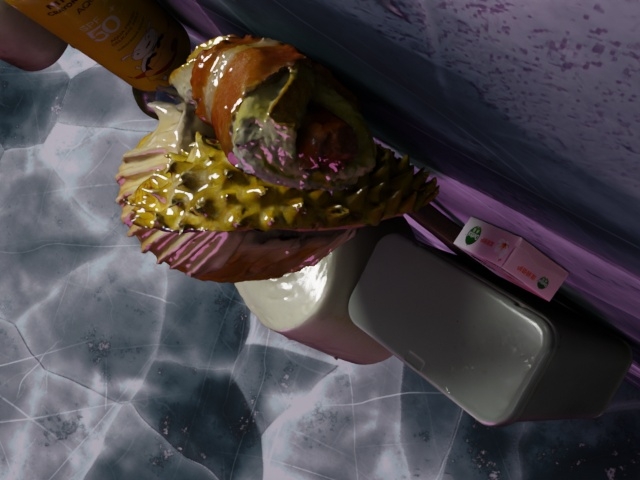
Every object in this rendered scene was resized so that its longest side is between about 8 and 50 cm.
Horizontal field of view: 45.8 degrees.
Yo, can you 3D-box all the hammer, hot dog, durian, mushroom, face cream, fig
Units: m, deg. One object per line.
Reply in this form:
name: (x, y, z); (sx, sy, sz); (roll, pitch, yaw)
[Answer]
hammer: (0.133, -0.053, 1.067); (0.168, 0.044, 0.440); (37, -176, 41)
hot dog: (-0.038, -0.121, 0.645); (0.146, 0.103, 0.213); (2, -146, -43)
durian: (-0.030, -0.065, 0.772); (0.342, 0.112, 0.191); (-2, -179, -12)
mushroom: (-0.627, -0.411, 1.322); (0.362, 0.294, 0.362); (34, 180, 0)
face cream: (-0.251, -0.259, 0.804); (0.105, 0.105, 0.349); (34, -179, 14)
fig: (-0.311, -0.340, 1.617); (0.149, 0.149, 0.245); (33, -159, -14)

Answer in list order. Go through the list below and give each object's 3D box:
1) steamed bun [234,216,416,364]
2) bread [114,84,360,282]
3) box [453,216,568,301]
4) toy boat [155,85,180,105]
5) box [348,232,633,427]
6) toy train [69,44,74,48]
steamed bun: (0.000, 0.000, 1.479); (0.371, 0.290, 0.455); (33, -160, -49)
bread: (-0.098, -0.059, 1.022); (0.183, 0.236, 0.389); (-13, 164, 36)
box: (0.234, 0.021, 0.939); (0.089, 0.043, 0.125); (33, -179, -21)
toy boat: (-0.192, -0.219, 1.214); (0.078, 0.127, 0.283); (35, 180, -35)
box: (0.290, 0.150, 1.262); (0.344, 0.177, 0.352); (14, -165, -45)
toy train: (-0.367, -0.351, 1.207); (0.044, 0.103, 0.064); (35, 176, -14)
